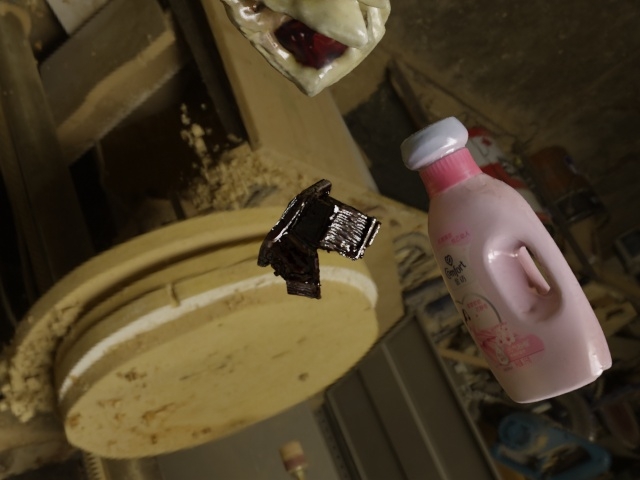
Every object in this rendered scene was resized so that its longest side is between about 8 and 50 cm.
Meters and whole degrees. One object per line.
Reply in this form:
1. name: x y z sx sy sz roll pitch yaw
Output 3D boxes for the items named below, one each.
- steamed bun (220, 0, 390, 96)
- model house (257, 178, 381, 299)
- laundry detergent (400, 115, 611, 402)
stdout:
1. steamed bun: -0.054 -0.328 0.851 0.247 0.189 0.428 -22 127 29
2. model house: -0.001 0.006 1.390 0.203 0.164 0.141 -54 165 2
3. laundry detergent: 0.200 0.017 0.918 0.087 0.335 0.159 -24 175 -44
